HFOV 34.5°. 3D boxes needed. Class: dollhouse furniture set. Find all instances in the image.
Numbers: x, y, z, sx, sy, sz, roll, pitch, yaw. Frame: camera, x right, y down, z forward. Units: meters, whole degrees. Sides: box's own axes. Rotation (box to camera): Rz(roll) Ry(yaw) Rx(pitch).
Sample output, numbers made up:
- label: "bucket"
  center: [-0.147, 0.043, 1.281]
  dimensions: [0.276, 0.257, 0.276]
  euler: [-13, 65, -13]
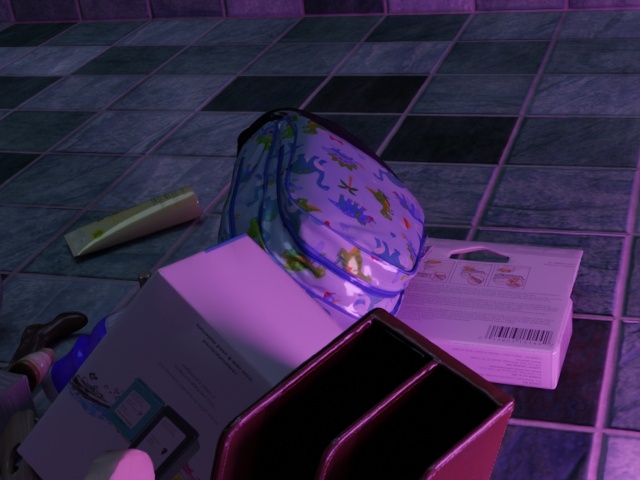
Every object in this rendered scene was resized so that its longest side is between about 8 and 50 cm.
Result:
- label: "dollhouse furniture set"
  center: [-0.290, 0.287, 1.163]
  dimensions: [0.182, 0.161, 0.101]
  euler: [25, 32, -37]

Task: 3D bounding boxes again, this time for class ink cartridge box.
- label: "ink cartridge box"
  center: [0.204, 0.092, 1.447]
  dimensions: [0.296, 0.066, 0.261]
  euler: [5, 31, 21]
- label: "ink cartridge box"
  center: [-0.128, 0.168, 1.065]
  dimensions: [0.197, 0.270, 0.198]
  euler: [44, 23, 8]

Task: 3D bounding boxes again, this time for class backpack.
- label: "backpack"
  center: [0.000, 0.000, 1.330]
  dimensions: [0.273, 0.290, 0.355]
  euler: [-38, 20, 42]

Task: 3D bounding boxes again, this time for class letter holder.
- label: "letter holder"
  center: [0.020, 0.250, 0.906]
  dimensions: [0.152, 0.302, 0.214]
  euler: [34, 46, 28]

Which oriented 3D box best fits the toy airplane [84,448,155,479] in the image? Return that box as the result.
- label: "toy airplane"
  center: [-0.151, 0.388, 0.662]
  dimensions: [0.272, 0.384, 0.386]
  euler: [-18, 14, 36]

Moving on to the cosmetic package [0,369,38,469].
- label: "cosmetic package"
  center: [-0.474, 0.257, 1.264]
  dimensions: [0.127, 0.107, 0.238]
  euler: [7, 27, 30]

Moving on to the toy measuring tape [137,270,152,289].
- label: "toy measuring tape"
  center: [-0.108, 0.066, 1.529]
  dimensions: [0.330, 0.121, 0.121]
  euler: [8, 31, 26]

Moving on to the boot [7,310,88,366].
- label: "boot"
  center: [-0.399, 0.153, 1.513]
  dimensions: [0.106, 0.037, 0.114]
  euler: [-19, 23, 7]

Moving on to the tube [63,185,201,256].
- label: "tube"
  center: [-0.332, -0.031, 1.832]
  dimensions: [0.240, 0.062, 0.070]
  euler: [-21, -10, -14]

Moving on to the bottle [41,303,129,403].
- label: "bottle"
  center: [-0.237, 0.135, 1.352]
  dimensions: [0.283, 0.118, 0.092]
  euler: [-29, 62, 17]

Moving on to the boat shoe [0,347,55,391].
- label: "boat shoe"
  center: [-0.402, 0.187, 1.370]
  dimensions: [0.153, 0.056, 0.048]
  euler: [-40, 3, 41]

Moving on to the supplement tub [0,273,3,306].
- label: "supplement tub"
  center: [-0.657, 0.082, 1.509]
  dimensions: [0.228, 0.228, 0.316]
  euler: [19, 38, 41]
